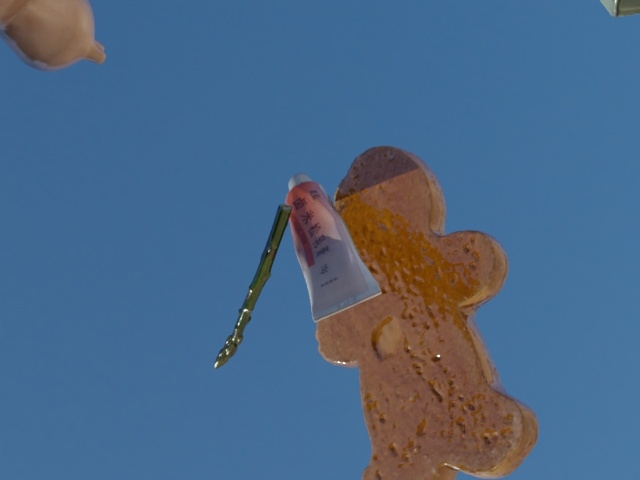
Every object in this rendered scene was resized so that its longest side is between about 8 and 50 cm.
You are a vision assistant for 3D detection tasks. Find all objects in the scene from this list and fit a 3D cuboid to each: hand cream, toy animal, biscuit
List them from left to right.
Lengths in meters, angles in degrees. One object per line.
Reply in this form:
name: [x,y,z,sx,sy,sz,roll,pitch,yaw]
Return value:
toy animal: [-0.215,-0.164,1.317,0.150,0.083,0.089,23,-121,-23]
hand cream: [0.000,0.002,1.604,0.038,0.216,0.052,32,-73,-25]
biscuit: [0.086,0.068,1.618,0.049,0.205,0.324,10,-125,-49]

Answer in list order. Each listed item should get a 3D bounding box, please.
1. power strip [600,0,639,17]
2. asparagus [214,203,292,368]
power strip: [0.109,-0.135,0.741,0.051,0.136,0.019,-14,-43,-17]
asparagus: [-0.052,0.040,1.477,0.016,0.016,0.163,-10,-46,-42]
